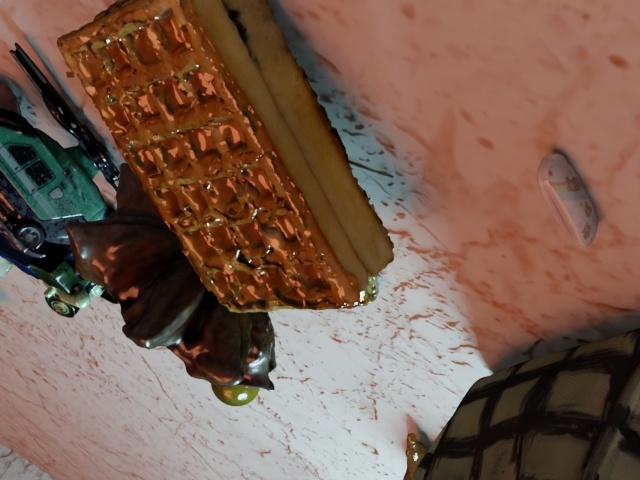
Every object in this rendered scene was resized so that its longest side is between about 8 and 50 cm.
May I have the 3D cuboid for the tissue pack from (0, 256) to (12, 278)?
[{"bbox_3d":[-0.735,-0.014,1.500,0.416,0.253,0.264,14,145,32],"label":"tissue pack"}]

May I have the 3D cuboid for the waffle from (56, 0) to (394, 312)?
[{"bbox_3d":[-0.081,-0.078,0.815,0.213,0.091,0.308,-5,121,50],"label":"waffle"}]

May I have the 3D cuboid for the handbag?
[{"bbox_3d":[0.191,0.236,0.803,0.162,0.327,0.325,44,149,-6],"label":"handbag"}]

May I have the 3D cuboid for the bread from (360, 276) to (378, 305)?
[{"bbox_3d":[-0.015,0.002,0.959,0.136,0.054,0.154,21,146,30],"label":"bread"}]

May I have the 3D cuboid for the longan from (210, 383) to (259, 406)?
[{"bbox_3d":[-0.126,0.209,1.380,0.075,0.075,0.083,37,-167,-3],"label":"longan"}]

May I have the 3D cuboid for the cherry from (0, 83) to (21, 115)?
[{"bbox_3d":[-0.416,-0.144,1.133,0.106,0.087,0.126,30,154,1],"label":"cherry"}]

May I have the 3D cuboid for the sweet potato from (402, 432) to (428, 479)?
[{"bbox_3d":[0.138,0.334,1.276,0.068,0.068,0.226,10,138,39],"label":"sweet potato"}]

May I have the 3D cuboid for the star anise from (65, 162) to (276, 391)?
[{"bbox_3d":[-0.157,0.037,0.995,0.315,0.315,0.108,43,107,-14],"label":"star anise"}]

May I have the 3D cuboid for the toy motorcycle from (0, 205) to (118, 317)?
[{"bbox_3d":[-0.393,0.000,1.298,0.331,0.125,0.196,13,145,43],"label":"toy motorcycle"}]

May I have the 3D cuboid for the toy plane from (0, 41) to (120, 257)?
[{"bbox_3d":[-0.290,-0.039,1.094,0.382,0.155,0.106,55,170,-27],"label":"toy plane"}]

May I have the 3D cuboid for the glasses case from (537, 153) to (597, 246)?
[{"bbox_3d":[0.189,-0.030,0.709,0.021,0.032,0.083,-3,132,45],"label":"glasses case"}]
